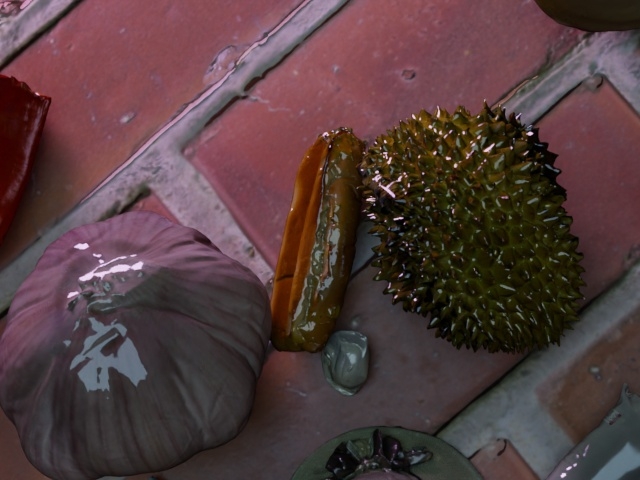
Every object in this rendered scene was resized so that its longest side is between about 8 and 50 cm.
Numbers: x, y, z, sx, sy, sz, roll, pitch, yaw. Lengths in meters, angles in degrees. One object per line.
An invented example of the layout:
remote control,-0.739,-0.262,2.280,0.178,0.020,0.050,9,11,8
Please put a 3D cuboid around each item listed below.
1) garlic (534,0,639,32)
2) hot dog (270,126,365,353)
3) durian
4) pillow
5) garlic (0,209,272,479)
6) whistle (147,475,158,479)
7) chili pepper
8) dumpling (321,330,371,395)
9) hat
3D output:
garlic,0.384,-0.295,1.527,0.338,0.196,0.151,5,100,9
hot dog,0.000,0.000,1.606,0.072,0.115,0.269,14,88,-16
durian,0.165,-0.007,1.512,0.258,0.258,0.293,-23,85,7
pillow,0.308,0.293,1.527,0.144,0.078,0.254,41,91,5
garlic,-0.206,0.116,1.542,0.317,0.259,0.317,-2,51,3
whistle,-0.163,0.311,1.639,0.100,0.035,0.035,40,92,14
chili pepper,-0.430,-0.034,1.675,0.131,0.134,0.338,9,81,26
dumpling,0.027,0.139,1.610,0.057,0.076,0.052,7,61,5
hat,0.065,0.328,1.544,0.257,0.130,0.257,-1,83,10
